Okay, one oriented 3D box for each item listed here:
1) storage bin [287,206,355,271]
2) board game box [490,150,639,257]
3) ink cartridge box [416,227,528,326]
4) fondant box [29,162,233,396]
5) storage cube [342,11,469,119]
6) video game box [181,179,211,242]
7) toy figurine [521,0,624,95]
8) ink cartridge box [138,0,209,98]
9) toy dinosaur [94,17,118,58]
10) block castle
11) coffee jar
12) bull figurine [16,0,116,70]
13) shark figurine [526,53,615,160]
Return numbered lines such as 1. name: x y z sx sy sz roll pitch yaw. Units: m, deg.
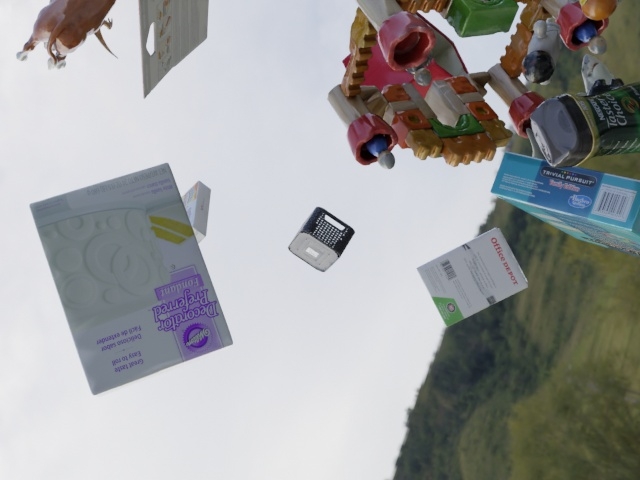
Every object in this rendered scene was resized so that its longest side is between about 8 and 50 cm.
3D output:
1. storage bin: 0.000 0.000 2.108 0.084 0.122 0.180 -58 4 -24
2. board game box: 0.486 -0.044 1.364 0.336 0.253 0.079 19 -88 -46
3. ink cartridge box: 0.365 0.086 1.935 0.160 0.219 0.092 64 -170 5
4. fondant box: -0.312 0.063 1.342 0.096 0.238 0.330 135 115 -74
5. storage cube: 0.191 -0.347 1.724 0.215 0.193 0.184 21 -138 -45
6. video game box: -0.341 -0.024 1.921 0.048 0.187 0.205 40 -156 -27
7. toy figurine: 0.418 -0.275 1.187 0.213 0.209 0.148 -44 11 44
8. ink cartridge box: -0.336 -0.497 1.751 0.261 0.066 0.296 -54 -12 -34
9. toy dinosaur: -0.484 -0.462 1.717 0.183 0.053 0.092 62 -165 -12
10. block castle: 0.259 -0.293 1.424 0.453 0.213 0.303 -12 -36 -26
11. coffee jar: 0.378 -0.157 1.091 0.184 0.096 0.079 -13 -18 -24
12. bull figurine: -0.442 -0.436 1.501 0.101 0.188 0.310 41 -132 -15
13. shark figurine: 0.475 -0.192 1.460 0.278 0.166 0.116 -49 -11 -21
